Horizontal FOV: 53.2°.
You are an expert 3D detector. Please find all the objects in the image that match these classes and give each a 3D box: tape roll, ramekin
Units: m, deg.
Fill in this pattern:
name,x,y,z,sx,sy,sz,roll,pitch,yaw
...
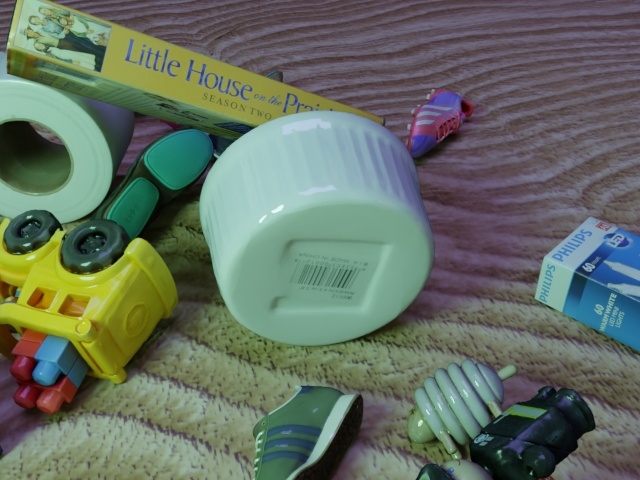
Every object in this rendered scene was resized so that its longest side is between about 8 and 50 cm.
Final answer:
name,x,y,z,sx,sy,sz,roll,pitch,yaw
tape roll,-0.432,-0.169,1.006,0.246,0.246,0.169,-1,37,-2
ramekin,0.000,0.000,0.753,0.277,0.277,0.135,-7,43,-9

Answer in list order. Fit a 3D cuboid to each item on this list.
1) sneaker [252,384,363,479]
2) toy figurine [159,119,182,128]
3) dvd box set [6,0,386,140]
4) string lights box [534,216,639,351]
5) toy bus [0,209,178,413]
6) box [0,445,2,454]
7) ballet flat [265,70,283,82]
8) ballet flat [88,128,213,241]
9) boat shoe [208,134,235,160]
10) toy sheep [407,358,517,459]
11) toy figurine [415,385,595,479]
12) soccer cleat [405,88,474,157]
name,x,y,z,sx,sy,sz,roll,pitch,yaw
sneaker,-0.036,0.214,0.632,0.086,0.064,0.192,12,37,29
toy figurine,-0.316,-0.288,1.313,0.159,0.130,0.173,31,20,17
dvd box set,-0.171,-0.186,0.818,0.420,0.062,0.307,13,2,-26
string lights box,0.423,0.075,0.802,0.259,0.077,0.133,30,47,35
toy bus,-0.313,0.090,0.753,0.220,0.149,0.211,10,53,18
box,-0.466,0.191,0.573,0.143,0.165,0.270,27,43,32
ballet flat,-0.125,-0.295,1.345,0.067,0.073,0.206,40,49,6
ballet flat,-0.277,-0.085,1.010,0.096,0.095,0.280,-20,25,40
boat shoe,-0.122,-0.134,1.090,0.114,0.091,0.302,19,23,-31
toy sheep,0.148,0.169,0.664,0.132,0.091,0.091,-30,39,2
toy figurine,0.176,0.242,0.463,0.148,0.213,0.209,-29,47,-21
soccer cleat,0.228,-0.225,1.223,0.095,0.083,0.248,17,36,15
